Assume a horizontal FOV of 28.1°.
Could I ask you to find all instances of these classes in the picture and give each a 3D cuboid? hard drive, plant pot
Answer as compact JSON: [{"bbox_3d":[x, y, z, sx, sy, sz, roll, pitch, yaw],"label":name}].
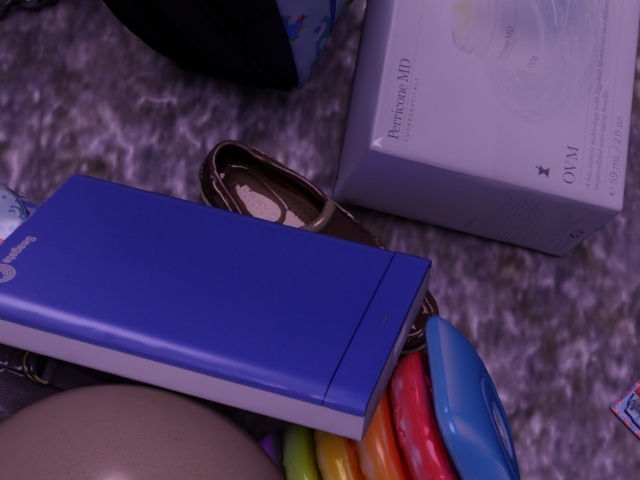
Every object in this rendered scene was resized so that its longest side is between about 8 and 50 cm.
[{"bbox_3d":[-0.092,0.041,0.997,0.319,0.040,0.210,14,32,12],"label":"hard drive"},{"bbox_3d":[-0.121,0.241,0.838,0.284,0.191,0.284,1,87,-18],"label":"plant pot"}]

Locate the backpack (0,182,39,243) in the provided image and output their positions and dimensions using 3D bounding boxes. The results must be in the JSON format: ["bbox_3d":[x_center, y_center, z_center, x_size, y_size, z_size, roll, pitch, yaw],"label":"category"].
[{"bbox_3d":[-0.282,0.003,1.104,0.114,0.084,0.105,27,74,3],"label":"backpack"}]

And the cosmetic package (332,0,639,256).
[{"bbox_3d":[0.147,-0.131,1.131,0.225,0.138,0.224,13,69,-8],"label":"cosmetic package"}]

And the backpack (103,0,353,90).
[{"bbox_3d":[-0.092,-0.271,1.072,0.290,0.355,0.273,16,57,25],"label":"backpack"}]

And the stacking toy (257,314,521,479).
[{"bbox_3d":[0.005,0.199,1.031,0.302,0.175,0.166,-21,28,11],"label":"stacking toy"}]

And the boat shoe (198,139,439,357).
[{"bbox_3d":[-0.005,0.006,1.113,0.257,0.095,0.095,36,72,9],"label":"boat shoe"}]

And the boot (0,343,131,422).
[{"bbox_3d":[-0.185,0.163,1.011,0.263,0.091,0.229,33,57,-12],"label":"boot"}]

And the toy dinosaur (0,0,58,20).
[{"bbox_3d":[-0.299,-0.318,1.145,0.322,0.218,0.164,-30,76,-12],"label":"toy dinosaur"}]

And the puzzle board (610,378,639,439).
[{"bbox_3d":[0.333,0.162,1.125,0.096,0.011,0.128,-40,78,-15],"label":"puzzle board"}]
